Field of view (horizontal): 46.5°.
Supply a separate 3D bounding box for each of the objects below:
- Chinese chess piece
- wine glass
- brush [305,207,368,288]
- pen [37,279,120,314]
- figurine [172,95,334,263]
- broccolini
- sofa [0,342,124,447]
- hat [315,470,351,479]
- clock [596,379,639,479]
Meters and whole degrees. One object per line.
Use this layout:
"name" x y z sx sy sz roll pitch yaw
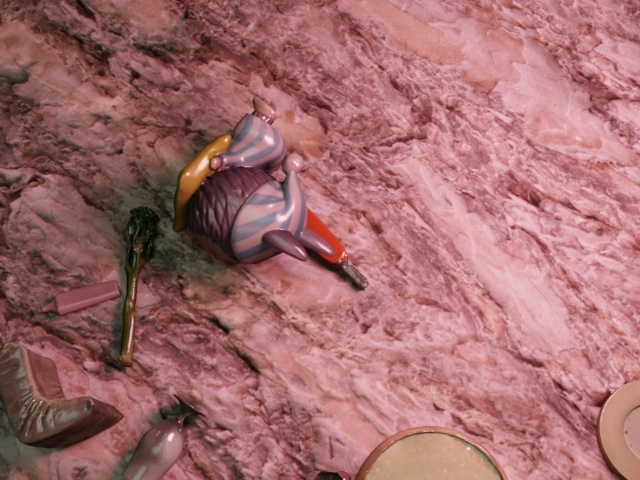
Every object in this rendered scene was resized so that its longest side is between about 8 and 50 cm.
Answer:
"Chinese chess piece" 0.228 0.551 1.523 0.337 0.140 0.338 -2 70 4
"wine glass" -0.343 0.444 1.625 0.092 0.093 0.202 31 74 14
"brush" 0.000 0.000 1.794 0.070 0.051 0.323 -43 72 -12
"pen" -0.582 0.142 1.789 0.197 0.032 0.053 -15 70 -5
"figurine" -0.113 -0.082 1.743 0.377 0.266 0.361 35 73 7
"broccolini" -0.439 0.100 1.771 0.078 0.074 0.393 -5 67 9
"sofa" -0.573 0.325 1.625 0.175 0.210 0.226 -27 69 -5
"hat" 0.031 0.522 1.603 0.087 0.042 0.058 -29 62 29
"clock" 0.714 0.418 1.602 0.234 0.029 0.235 -1 68 2
